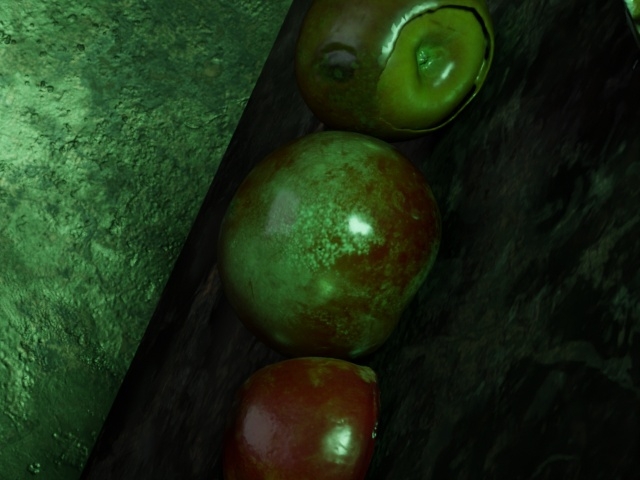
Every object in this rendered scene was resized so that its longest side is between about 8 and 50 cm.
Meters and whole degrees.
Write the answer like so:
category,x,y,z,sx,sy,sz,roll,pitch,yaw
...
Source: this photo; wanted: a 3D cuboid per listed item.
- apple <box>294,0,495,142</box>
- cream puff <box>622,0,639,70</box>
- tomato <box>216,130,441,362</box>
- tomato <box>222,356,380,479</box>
category,x,y,z,sx,sy,sz,roll,pitch,yaw
apple,0.089,-0.225,1.969,0.207,0.237,0.237,8,71,56
cream puff,0.305,-0.225,1.416,0.156,0.156,0.121,-61,29,11
tomato,0.000,0.000,1.900,0.270,0.222,0.270,-59,16,29
tomato,-0.036,0.214,1.819,0.233,0.139,0.200,-39,31,58
